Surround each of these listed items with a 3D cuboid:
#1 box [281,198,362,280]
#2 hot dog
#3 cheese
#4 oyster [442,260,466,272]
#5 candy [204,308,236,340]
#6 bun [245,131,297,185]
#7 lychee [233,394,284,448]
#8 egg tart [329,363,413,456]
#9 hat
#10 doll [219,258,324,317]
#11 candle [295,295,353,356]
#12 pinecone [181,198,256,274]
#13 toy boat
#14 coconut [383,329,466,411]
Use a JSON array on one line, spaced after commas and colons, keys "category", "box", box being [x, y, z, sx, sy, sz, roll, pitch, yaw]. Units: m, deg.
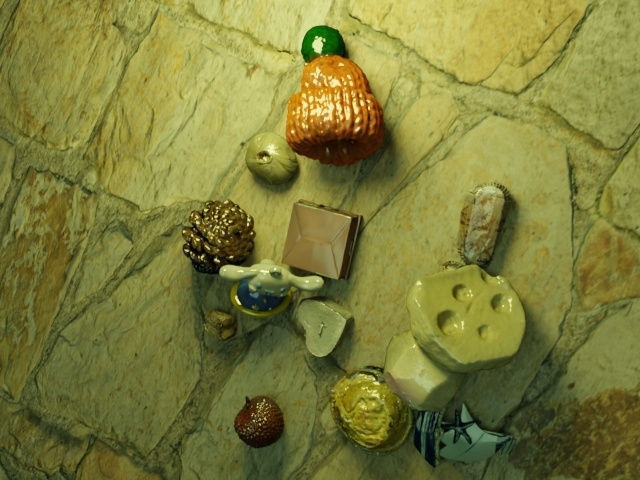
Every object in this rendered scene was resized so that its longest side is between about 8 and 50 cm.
[{"category": "box", "box": [0.000, 0.000, 1.859, 0.215, 0.086, 0.215, 16, 100, 20]}, {"category": "hot dog", "box": [0.455, -0.042, 1.689, 0.131, 0.069, 0.253, 12, 102, 11]}, {"category": "cheese", "box": [0.389, 0.203, 1.621, 0.326, 0.318, 0.115, 33, 149, 9]}, {"category": "oyster", "box": [0.393, 0.085, 1.746, 0.083, 0.019, 0.054, 18, 113, 24]}, {"category": "candy", "box": [-0.339, 0.283, 2.020, 0.110, 0.085, 0.095, 14, 106, 30]}, {"category": "bun", "box": [-0.161, -0.257, 1.887, 0.173, 0.113, 0.167, 12, 99, 23]}, {"category": "lychee", "box": [-0.204, 0.581, 1.945, 0.165, 0.165, 0.197, -29, 110, 21]}, {"category": "egg tart", "box": [0.155, 0.525, 1.830, 0.290, 0.107, 0.291, 2, 96, 21]}, {"category": "hat", "box": [0.051, -0.427, 1.765, 0.285, 0.285, 0.400, -4, 66, 22]}, {"category": "doll", "box": [-0.144, 0.134, 1.885, 0.310, 0.160, 0.243, 1, 132, 1]}, {"category": "candle", "box": [0.019, 0.261, 1.882, 0.168, 0.068, 0.192, -16, 90, 25]}, {"category": "pinecone", "box": [-0.331, 0.005, 1.913, 0.243, 0.243, 0.257, 43, 124, 13]}, {"category": "toy boat", "box": [0.408, 0.552, 1.757, 0.291, 0.070, 0.210, -16, 93, 18]}, {"category": "coconut", "box": [0.285, 0.358, 1.700, 0.230, 0.227, 0.227, 40, 107, 11]}]
